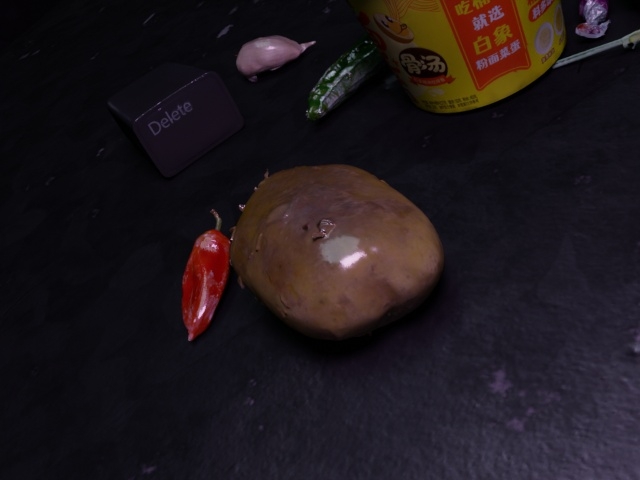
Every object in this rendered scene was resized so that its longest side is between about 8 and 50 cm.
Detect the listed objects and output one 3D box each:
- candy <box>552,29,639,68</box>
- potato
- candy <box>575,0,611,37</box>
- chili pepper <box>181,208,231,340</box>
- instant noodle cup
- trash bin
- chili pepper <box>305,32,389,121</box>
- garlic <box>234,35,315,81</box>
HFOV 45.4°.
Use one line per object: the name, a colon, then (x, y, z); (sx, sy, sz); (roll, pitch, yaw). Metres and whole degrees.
candy: (0.384, -0.254, 0.959); (0.193, 0.058, 0.062); (-15, 9, 34)
potato: (0.000, 0.000, 0.829); (0.191, 0.141, 0.296); (-37, 33, -16)
candy: (0.377, -0.335, 1.062); (0.045, 0.043, 0.175); (-2, 42, 19)
chili pepper: (-0.139, 0.042, 0.951); (0.059, 0.050, 0.191); (-9, 52, 22)
instant noodle cup: (0.185, -0.326, 1.021); (0.311, 0.222, 0.311); (-23, 33, 16)
trash bin: (-0.261, -0.222, 1.314); (0.165, 0.115, 0.225); (-37, 34, -12)
chili pepper: (0.055, -0.258, 1.184); (0.088, 0.059, 0.227); (23, 62, 44)
garlic: (-0.096, -0.340, 1.381); (0.152, 0.066, 0.084); (-8, 38, 32)
